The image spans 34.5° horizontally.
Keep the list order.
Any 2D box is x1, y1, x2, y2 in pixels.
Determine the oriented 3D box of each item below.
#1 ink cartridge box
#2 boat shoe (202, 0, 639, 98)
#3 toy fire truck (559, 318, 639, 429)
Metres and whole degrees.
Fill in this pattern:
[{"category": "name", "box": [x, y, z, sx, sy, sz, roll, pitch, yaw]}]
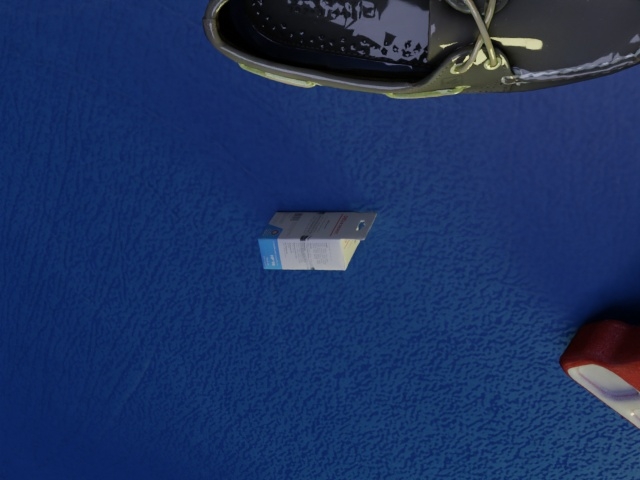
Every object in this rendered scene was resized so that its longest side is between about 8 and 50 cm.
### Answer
[{"category": "ink cartridge box", "box": [0.000, 0.000, 0.791, 0.083, 0.048, 0.028, 0, 118, 18]}, {"category": "boat shoe", "box": [0.075, -0.141, 0.664, 0.305, 0.091, 0.109, 5, 119, 14]}, {"category": "toy fire truck", "box": [0.335, 0.143, 0.692, 0.302, 0.169, 0.254, 36, 164, -5]}]
